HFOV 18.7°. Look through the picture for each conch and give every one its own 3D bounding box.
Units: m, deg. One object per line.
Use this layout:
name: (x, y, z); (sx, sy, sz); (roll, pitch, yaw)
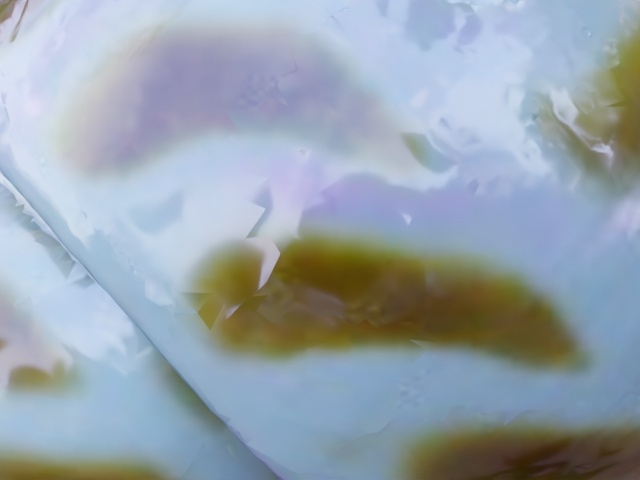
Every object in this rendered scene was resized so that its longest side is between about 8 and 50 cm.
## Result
conch: (0.001, 0.000, 0.562); (0.368, 0.249, 0.197); (-19, 28, 22)
